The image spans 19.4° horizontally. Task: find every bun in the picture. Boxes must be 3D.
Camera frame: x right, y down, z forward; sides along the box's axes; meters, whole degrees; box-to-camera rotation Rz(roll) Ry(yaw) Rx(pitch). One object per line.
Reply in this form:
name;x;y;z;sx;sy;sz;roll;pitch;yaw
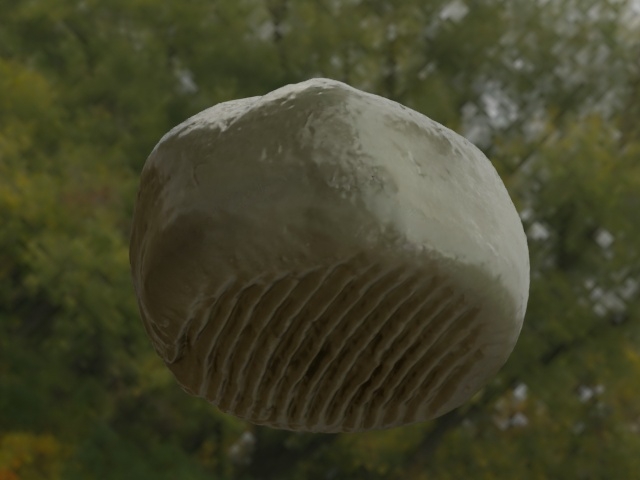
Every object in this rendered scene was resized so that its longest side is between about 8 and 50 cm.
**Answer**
bun;0.000;0.000;0.773;0.173;0.113;0.166;-24;-44;37
